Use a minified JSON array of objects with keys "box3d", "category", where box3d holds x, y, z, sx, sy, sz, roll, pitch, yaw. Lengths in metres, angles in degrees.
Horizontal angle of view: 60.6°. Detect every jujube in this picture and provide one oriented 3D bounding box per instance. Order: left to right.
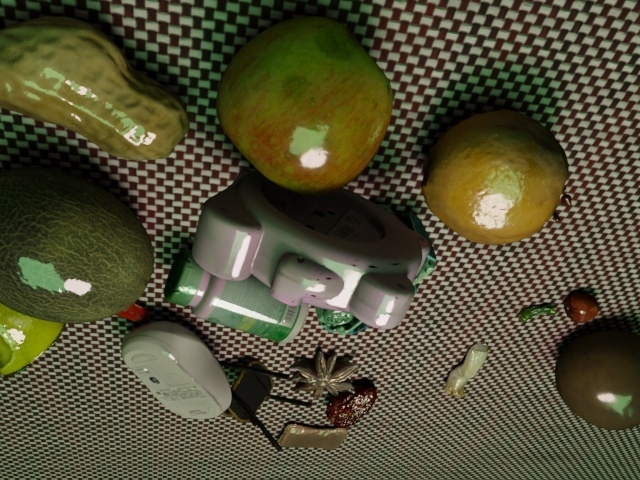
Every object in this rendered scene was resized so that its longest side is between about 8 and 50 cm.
[{"box3d":[0.082,0.449,1.496,0.104,0.104,0.166,24,122,-28],"category":"jujube"}]

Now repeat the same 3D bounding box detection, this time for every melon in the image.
[{"box3d":[-0.422,0.014,0.902,0.237,0.238,0.301,-35,133,25],"category":"melon"}]

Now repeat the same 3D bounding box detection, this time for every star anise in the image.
[{"box3d":[0.008,0.339,1.402,0.195,0.065,0.183,-14,130,13],"category":"star anise"}]

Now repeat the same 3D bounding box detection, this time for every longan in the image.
[{"box3d":[0.727,0.344,1.379,0.257,0.258,0.258,-4,135,-4],"category":"longan"}]

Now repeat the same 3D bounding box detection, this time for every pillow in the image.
[{"box3d":[-0.023,0.605,1.680,0.211,0.034,0.135,10,129,-18],"category":"pillow"}]

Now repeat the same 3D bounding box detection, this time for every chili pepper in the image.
[{"box3d":[-0.464,0.118,1.122,0.272,0.064,0.071,24,157,-36],"category":"chili pepper"},{"box3d":[0.525,0.175,1.330,0.091,0.034,0.030,-16,167,7],"category":"chili pepper"}]

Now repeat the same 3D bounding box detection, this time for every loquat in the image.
[{"box3d":[0.287,-0.105,0.909,0.238,0.193,0.239,5,118,9],"category":"loquat"}]

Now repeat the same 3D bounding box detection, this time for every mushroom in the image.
[{"box3d":[0.393,0.349,1.469,0.059,0.054,0.202,7,127,-21],"category":"mushroom"}]

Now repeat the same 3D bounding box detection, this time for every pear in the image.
[{"box3d":[-0.658,0.133,1.047,0.238,0.164,0.256,-13,133,9],"category":"pear"}]

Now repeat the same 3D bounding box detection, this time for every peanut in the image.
[{"box3d":[-0.319,-0.212,0.758,0.291,0.143,0.159,23,138,-29],"category":"peanut"}]

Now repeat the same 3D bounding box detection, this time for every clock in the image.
[{"box3d":[0.000,0.000,0.846,0.322,0.295,0.114,25,116,8],"category":"clock"}]

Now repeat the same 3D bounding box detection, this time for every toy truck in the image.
[{"box3d":[0.098,0.064,1.082,0.156,0.155,0.279,23,128,-38],"category":"toy truck"}]

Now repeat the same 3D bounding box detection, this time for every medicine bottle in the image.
[{"box3d":[-0.168,0.110,1.103,0.274,0.134,0.133,24,127,-27],"category":"medicine bottle"}]

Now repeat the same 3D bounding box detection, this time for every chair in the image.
[{"box3d":[-0.181,0.392,1.371,0.246,0.172,0.159,20,150,38],"category":"chair"}]

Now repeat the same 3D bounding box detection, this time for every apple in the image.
[{"box3d":[-0.017,-0.194,0.789,0.246,0.246,0.226,34,103,-33],"category":"apple"}]

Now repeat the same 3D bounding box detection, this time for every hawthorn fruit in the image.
[{"box3d":[0.617,0.157,1.294,0.077,0.077,0.077,-4,135,-4],"category":"hawthorn fruit"}]

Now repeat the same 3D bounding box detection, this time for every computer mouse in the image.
[{"box3d":[-0.323,0.287,1.254,0.184,0.121,0.297,-19,125,26],"category":"computer mouse"}]
